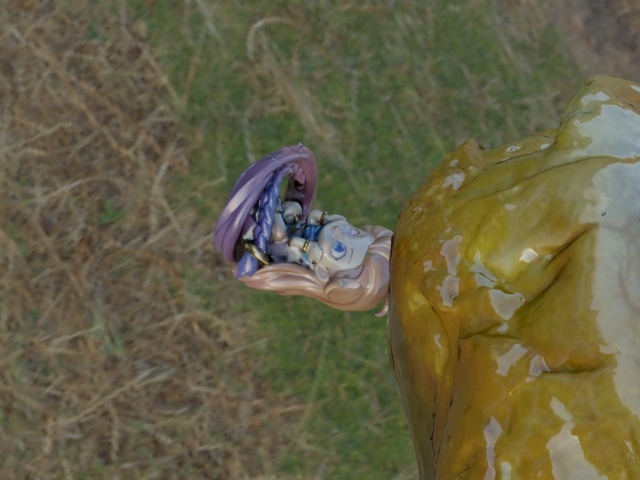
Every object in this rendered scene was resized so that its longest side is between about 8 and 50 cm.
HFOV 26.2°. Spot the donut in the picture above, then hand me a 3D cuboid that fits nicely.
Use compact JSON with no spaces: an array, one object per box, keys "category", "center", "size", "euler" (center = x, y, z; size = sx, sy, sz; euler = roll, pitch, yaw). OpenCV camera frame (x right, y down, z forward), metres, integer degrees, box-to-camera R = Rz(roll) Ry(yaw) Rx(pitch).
[{"category":"donut","center":[0.130,0.090,0.591],"size":[0.330,0.160,0.330],"euler":[-15,90,-73]}]

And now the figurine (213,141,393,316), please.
[{"category":"figurine","center":[-0.007,0.004,1.086],"size":[0.157,0.114,0.126],"euler":[38,41,-6]}]
